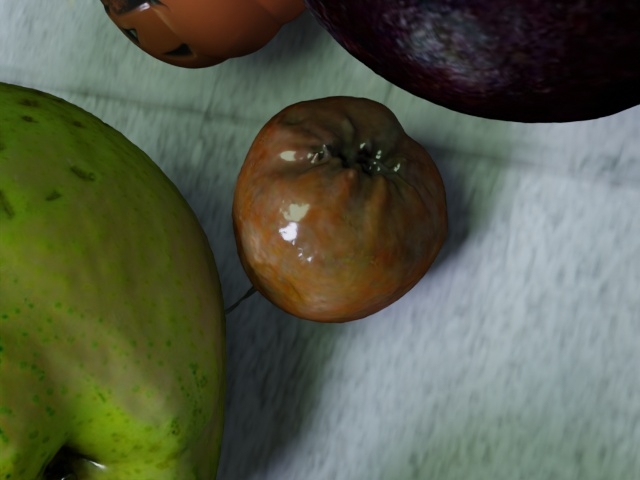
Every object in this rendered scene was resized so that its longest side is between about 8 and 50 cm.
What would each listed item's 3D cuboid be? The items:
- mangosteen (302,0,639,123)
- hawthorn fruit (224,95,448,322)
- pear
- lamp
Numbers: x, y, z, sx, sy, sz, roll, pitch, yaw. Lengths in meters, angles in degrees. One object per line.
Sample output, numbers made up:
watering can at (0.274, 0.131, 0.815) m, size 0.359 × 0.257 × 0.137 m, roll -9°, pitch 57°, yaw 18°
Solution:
mangosteen at (0.107, -0.258, 0.929) m, size 0.382 × 0.435 × 0.382 m, roll -9°, pitch 75°, yaw 39°
hawthorn fruit at (0.009, -0.016, 1.177) m, size 0.189 × 0.149 × 0.149 m, roll 123°, pitch 149°, yaw -73°
pear at (-0.230, 0.082, 1.199) m, size 0.391 × 0.391 × 0.391 m, roll -13°, pitch 70°, yaw 39°
lamp at (-0.076, -0.213, 1.274) m, size 0.188 × 0.164 × 0.187 m, roll -30°, pitch 37°, yaw 25°
